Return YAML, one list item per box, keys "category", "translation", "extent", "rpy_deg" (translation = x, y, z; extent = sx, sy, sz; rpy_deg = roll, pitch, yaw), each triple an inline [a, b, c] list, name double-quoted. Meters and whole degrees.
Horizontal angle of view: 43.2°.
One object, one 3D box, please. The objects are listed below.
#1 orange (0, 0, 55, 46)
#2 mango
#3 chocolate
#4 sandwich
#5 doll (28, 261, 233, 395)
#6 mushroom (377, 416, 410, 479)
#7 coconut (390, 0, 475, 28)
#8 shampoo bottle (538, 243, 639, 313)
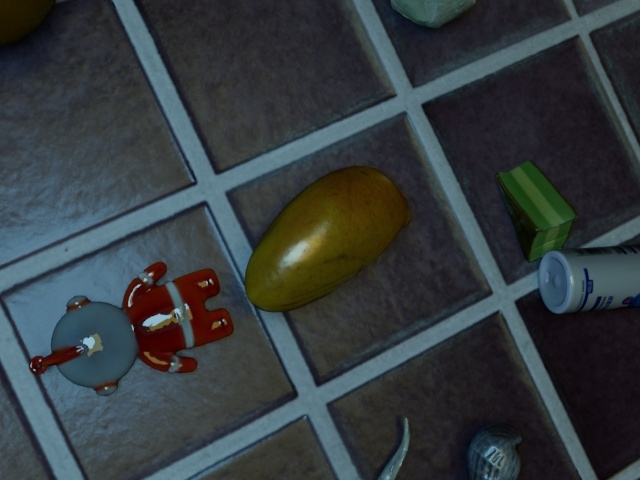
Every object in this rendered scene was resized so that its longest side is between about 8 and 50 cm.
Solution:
- category: "orange"
  translation: [-0.395, -0.320, 0.924]
  extent: [0.205, 0.206, 0.206]
  rpy_deg: [2, 83, -14]
- category: "mango"
  translation: [0.000, 0.000, 1.017]
  extent: [0.252, 0.154, 0.126]
  rpy_deg: [-39, 86, -28]
- category: "chocolate"
  translation: [0.221, 0.322, 1.068]
  extent: [0.072, 0.072, 0.167]
  rpy_deg: [17, 82, -11]
- category: "sandwich"
  translation: [0.301, -0.043, 1.163]
  extent: [0.074, 0.074, 0.116]
  rpy_deg: [-20, 56, -15]
- category: "doll"
  translation: [-0.229, 0.112, 0.981]
  extent: [0.244, 0.076, 0.142]
  rpy_deg: [-20, 88, -19]
- category: "mushroom"
  translation: [0.094, 0.387, 1.049]
  extent: [0.068, 0.043, 0.307]
  rpy_deg: [-1, 82, -31]
- category: "coconut"
  translation: [0.153, -0.352, 1.109]
  extent: [0.116, 0.116, 0.122]
  rpy_deg: [3, 82, -14]
- category: "shampoo bottle"
  translation: [0.466, 0.050, 1.150]
  extent: [0.303, 0.092, 0.092]
  rpy_deg: [-2, 84, -15]
